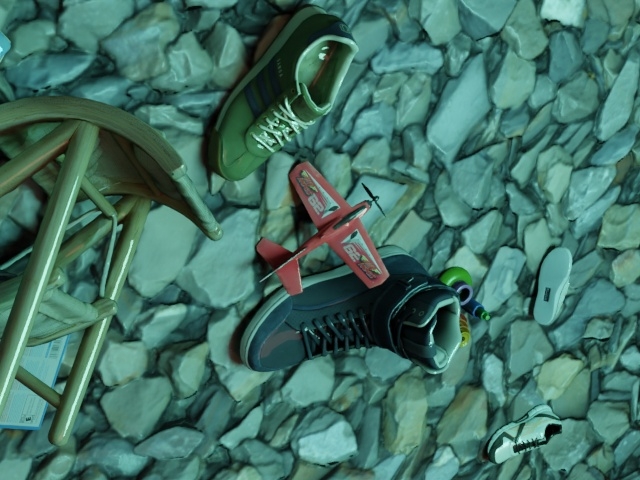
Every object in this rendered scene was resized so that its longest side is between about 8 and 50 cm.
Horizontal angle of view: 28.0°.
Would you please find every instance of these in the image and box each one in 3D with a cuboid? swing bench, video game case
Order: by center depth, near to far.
[{"bbox_3d":[-0.222,0.016,1.043,0.255,0.165,0.253,-54,171,-9],"label":"swing bench"},{"bbox_3d":[-0.325,0.118,1.201,0.166,0.015,0.119,10,107,-36],"label":"video game case"}]

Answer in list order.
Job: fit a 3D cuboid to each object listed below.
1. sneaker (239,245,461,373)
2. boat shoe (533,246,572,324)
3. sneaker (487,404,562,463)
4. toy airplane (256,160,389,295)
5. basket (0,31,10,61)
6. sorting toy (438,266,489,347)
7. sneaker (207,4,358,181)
[{"bbox_3d":[0.040,0.095,1.336,0.226,0.163,0.086,-28,127,-17],"label":"sneaker"},{"bbox_3d":[0.286,0.053,1.561,0.035,0.035,0.100,-17,121,-58],"label":"boat shoe"},{"bbox_3d":[0.260,0.250,1.630,0.109,0.044,0.040,-33,128,-14],"label":"sneaker"},{"bbox_3d":[0.000,0.000,1.319,0.151,0.028,0.151,0,91,-4],"label":"toy airplane"},{"bbox_3d":[-0.384,-0.088,0.901,0.201,0.254,0.289,49,58,-23],"label":"basket"},{"bbox_3d":[0.164,0.084,1.486,0.061,0.042,0.102,-9,116,-30],"label":"sorting toy"},{"bbox_3d":[-0.033,-0.133,1.223,0.064,0.086,0.192,31,94,-39],"label":"sneaker"}]
